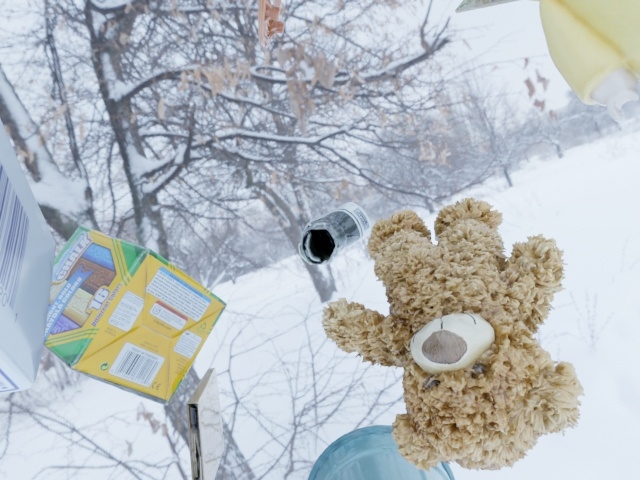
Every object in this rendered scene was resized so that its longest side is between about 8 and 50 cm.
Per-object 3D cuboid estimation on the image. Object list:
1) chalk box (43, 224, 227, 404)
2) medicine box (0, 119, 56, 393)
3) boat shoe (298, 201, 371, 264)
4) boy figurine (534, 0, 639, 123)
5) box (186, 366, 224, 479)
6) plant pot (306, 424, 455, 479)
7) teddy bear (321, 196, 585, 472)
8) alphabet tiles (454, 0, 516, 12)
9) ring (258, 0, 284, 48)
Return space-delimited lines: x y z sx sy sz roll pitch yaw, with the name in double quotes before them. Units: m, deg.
"chalk box" -0.331 0.102 0.741 0.289 0.180 0.179 14 67 40
"medicine box" -0.349 -0.008 0.261 0.290 0.149 0.263 -3 -35 -15
"boat shoe" 0.000 0.000 0.728 0.070 0.077 0.219 -34 -2 -23
"boy figurine" 0.224 -0.173 0.298 0.092 0.285 0.177 0 -48 -53
"box" -0.197 0.328 0.808 0.021 0.164 0.201 -5 0 -4
"plant pot" 0.138 0.568 0.851 0.341 0.341 0.334 -22 -1 -3
"teddy bear" 0.128 0.051 0.480 0.245 0.113 0.338 5 38 22
"alphabet tiles" 0.445 -0.583 0.955 0.285 0.011 0.343 -51 34 -10
"ring" -0.051 -0.478 0.737 0.032 0.336 0.336 11 -2 -6
